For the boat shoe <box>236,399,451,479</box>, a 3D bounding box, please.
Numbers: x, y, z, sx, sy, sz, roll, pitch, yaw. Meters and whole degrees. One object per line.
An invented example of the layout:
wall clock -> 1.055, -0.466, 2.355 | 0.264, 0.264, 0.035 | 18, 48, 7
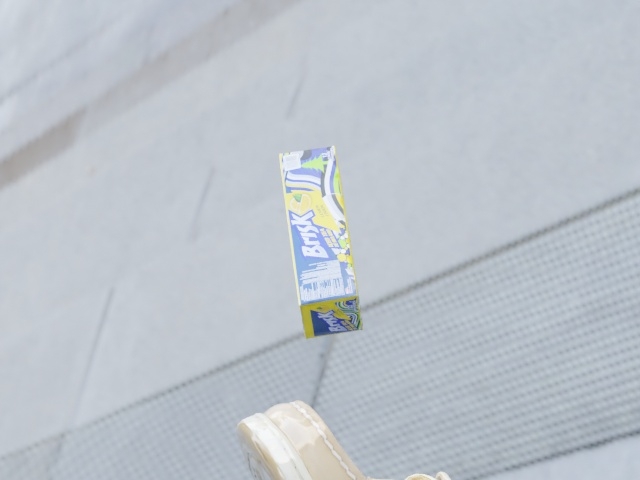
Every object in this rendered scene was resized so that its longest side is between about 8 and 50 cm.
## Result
boat shoe -> 0.035, 0.105, 0.598 | 0.059, 0.170, 0.063 | -39, 31, -6

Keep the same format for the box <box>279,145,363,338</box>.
box -> 0.000, 0.000, 1.629 | 0.059, 0.054, 0.169 | 80, -178, -55
